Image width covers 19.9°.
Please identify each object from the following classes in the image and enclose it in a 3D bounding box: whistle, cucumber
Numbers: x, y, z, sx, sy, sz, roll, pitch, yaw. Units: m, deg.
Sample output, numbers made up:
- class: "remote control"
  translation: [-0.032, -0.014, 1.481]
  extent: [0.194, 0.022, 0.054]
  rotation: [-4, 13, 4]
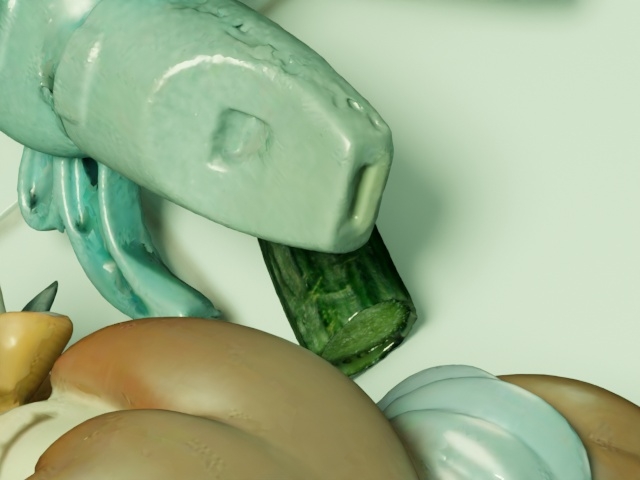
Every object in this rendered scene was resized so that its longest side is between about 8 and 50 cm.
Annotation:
- class: "whistle"
  translation: [-0.080, -0.074, 0.701]
  extent: [0.274, 0.093, 0.186]
  rotation: [31, 113, 34]
- class: "cucumber"
  translation: [0.000, 0.000, 0.707]
  extent: [0.048, 0.048, 0.105]
  rotation: [-26, 60, 5]

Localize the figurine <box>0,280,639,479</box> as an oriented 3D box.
- class: "figurine"
  translation: [-0.095, 0.116, 0.598]
  extent: [0.388, 0.248, 0.276]
  rotation: [17, 75, 34]
